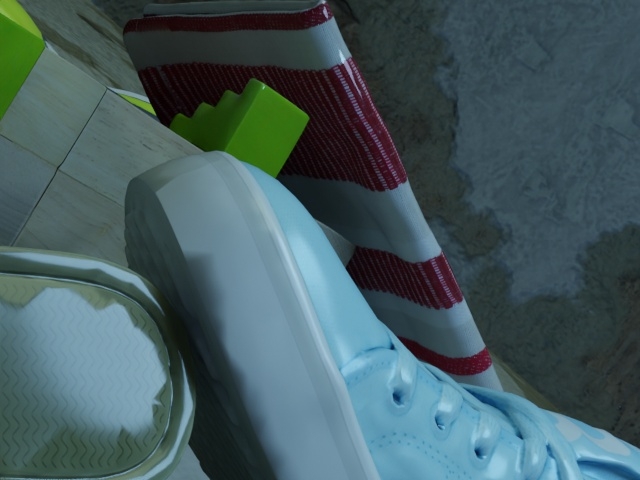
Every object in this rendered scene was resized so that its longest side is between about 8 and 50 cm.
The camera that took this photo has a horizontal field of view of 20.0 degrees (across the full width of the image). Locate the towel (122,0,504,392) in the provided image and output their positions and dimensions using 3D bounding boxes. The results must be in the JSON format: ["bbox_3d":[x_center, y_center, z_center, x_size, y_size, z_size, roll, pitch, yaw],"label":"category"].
[{"bbox_3d":[0.000,0.000,1.151,0.237,0.037,0.329,9,-50,57],"label":"towel"}]

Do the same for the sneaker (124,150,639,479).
[{"bbox_3d":[0.051,0.094,0.688,0.135,0.150,0.366,39,-21,54],"label":"sneaker"}]

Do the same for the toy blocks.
[{"bbox_3d":[-0.166,-0.052,1.054,0.261,0.190,0.381,30,-2,39],"label":"toy blocks"}]

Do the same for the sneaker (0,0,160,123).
[{"bbox_3d":[-0.202,-0.082,1.307,0.300,0.111,0.121,34,16,5],"label":"sneaker"}]

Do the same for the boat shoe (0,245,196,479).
[{"bbox_3d":[-0.188,0.035,0.513,0.302,0.113,0.103,17,-23,-33],"label":"boat shoe"}]
